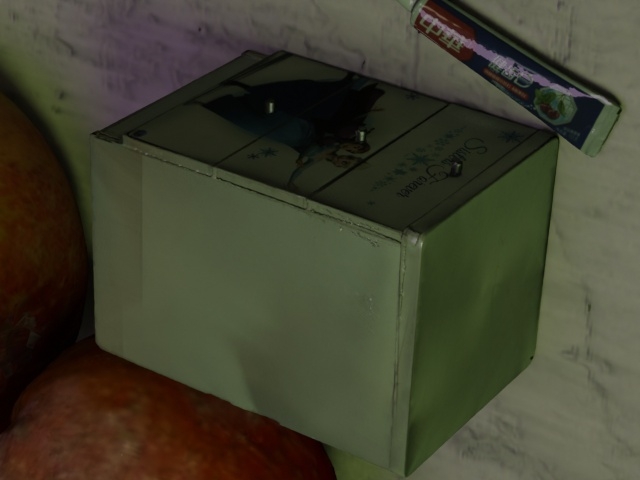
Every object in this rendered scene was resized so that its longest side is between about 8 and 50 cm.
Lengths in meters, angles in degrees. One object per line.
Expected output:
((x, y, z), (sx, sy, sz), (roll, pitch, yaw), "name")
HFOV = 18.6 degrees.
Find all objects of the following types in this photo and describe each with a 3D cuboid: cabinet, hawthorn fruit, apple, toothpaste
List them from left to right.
((-0.254, 0.042, 1.204), (0.163, 0.251, 0.293), (30, 128, 33), "apple")
((-0.099, 0.177, 1.167), (0.263, 0.235, 0.231), (25, 155, 42), "hawthorn fruit")
((0.000, 0.000, 1.067), (0.206, 0.145, 0.150), (20, 124, 28), "cabinet")
((0.095, -0.095, 1.032), (0.140, 0.021, 0.037), (36, 131, 13), "toothpaste")
